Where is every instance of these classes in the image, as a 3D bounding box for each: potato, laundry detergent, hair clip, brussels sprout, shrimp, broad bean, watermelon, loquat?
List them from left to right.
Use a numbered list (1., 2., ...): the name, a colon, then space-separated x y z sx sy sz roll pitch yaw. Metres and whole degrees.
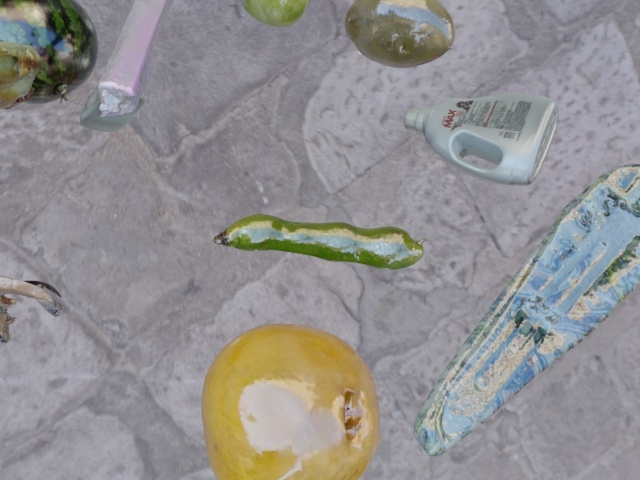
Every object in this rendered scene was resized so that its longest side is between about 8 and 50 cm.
1. shrimp: -0.521 0.116 1.124 0.152 0.046 0.219 3 145 -14
2. watermelon: -0.636 -0.440 1.464 0.269 0.269 0.268 -4 107 -14
3. brussels sprout: -0.091 -0.555 1.459 0.146 0.183 0.131 35 63 -5
4. loquat: -0.035 0.194 0.731 0.208 0.208 0.207 -4 107 -14
5. broad bean: 0.001 0.000 0.800 0.257 0.052 0.052 6 110 -4
6. potato: 0.166 -0.447 1.374 0.235 0.178 0.160 18 91 12
7. laundry detergent: 0.410 -0.290 1.776 0.263 0.398 0.124 -65 149 -16
8. hair clip: 0.139 0.043 0.407 0.066 0.036 0.229 43 84 7

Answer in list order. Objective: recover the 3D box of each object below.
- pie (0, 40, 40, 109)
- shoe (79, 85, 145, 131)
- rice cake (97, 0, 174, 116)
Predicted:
1. pie: -0.577 -0.260 1.020 0.275 0.257 0.105 -16 93 -35
2. shoe: -0.413 -0.279 1.308 0.079 0.195 0.078 12 71 -41
3. rice cake: -0.349 -0.386 1.263 0.070 0.398 0.064 8 142 -6
